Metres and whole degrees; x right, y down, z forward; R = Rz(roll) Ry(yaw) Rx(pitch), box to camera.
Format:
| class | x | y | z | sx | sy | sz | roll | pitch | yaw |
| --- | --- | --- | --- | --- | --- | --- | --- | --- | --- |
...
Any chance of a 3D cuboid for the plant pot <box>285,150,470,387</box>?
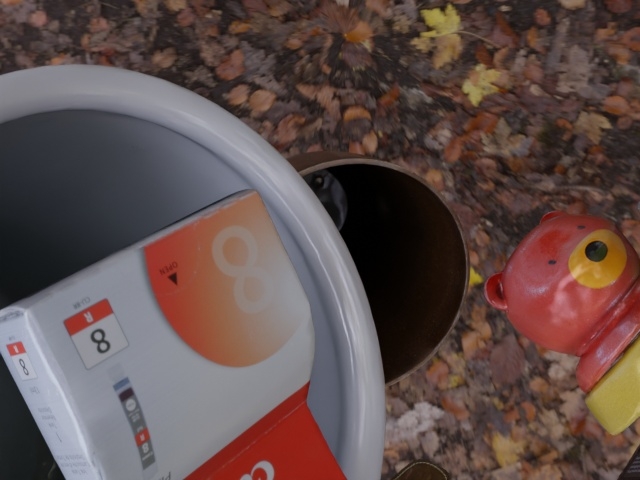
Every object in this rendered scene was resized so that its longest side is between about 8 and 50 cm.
| class | x | y | z | sx | sy | sz | roll | pitch | yaw |
| --- | --- | --- | --- | --- | --- | --- | --- | --- | --- |
| plant pot | 0.000 | 0.000 | 0.907 | 0.215 | 0.230 | 0.215 | -4 | 109 | -12 |

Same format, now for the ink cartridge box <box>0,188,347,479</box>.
| class | x | y | z | sx | sy | sz | roll | pitch | yaw |
| --- | --- | --- | --- | --- | --- | --- | --- | --- | --- |
| ink cartridge box | -0.051 | 0.082 | 0.448 | 0.045 | 0.145 | 0.179 | -22 | 97 | 45 |

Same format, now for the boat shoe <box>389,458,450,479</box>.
| class | x | y | z | sx | sy | sz | roll | pitch | yaw |
| --- | --- | --- | --- | --- | --- | --- | --- | --- | --- |
| boat shoe | 0.094 | 0.377 | 1.196 | 0.123 | 0.324 | 0.119 | 21 | 122 | 17 |

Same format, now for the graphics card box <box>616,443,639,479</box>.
| class | x | y | z | sx | sy | sz | roll | pitch | yaw |
| --- | --- | --- | --- | --- | --- | --- | --- | --- | --- |
| graphics card box | 0.336 | 0.111 | 0.651 | 0.094 | 0.233 | 0.371 | 40 | 73 | 1 |

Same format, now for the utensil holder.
| class | x | y | z | sx | sy | sz | roll | pitch | yaw |
| --- | --- | --- | --- | --- | --- | --- | --- | --- | --- |
| utensil holder | -0.208 | 0.111 | 0.603 | 0.385 | 0.327 | 0.327 | -19 | 104 | 44 |

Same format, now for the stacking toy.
| class | x | y | z | sx | sy | sz | roll | pitch | yaw |
| --- | --- | --- | --- | --- | --- | --- | --- | --- | --- |
| stacking toy | 0.258 | -0.053 | 0.623 | 0.130 | 0.279 | 0.309 | 39 | 56 | 15 |
